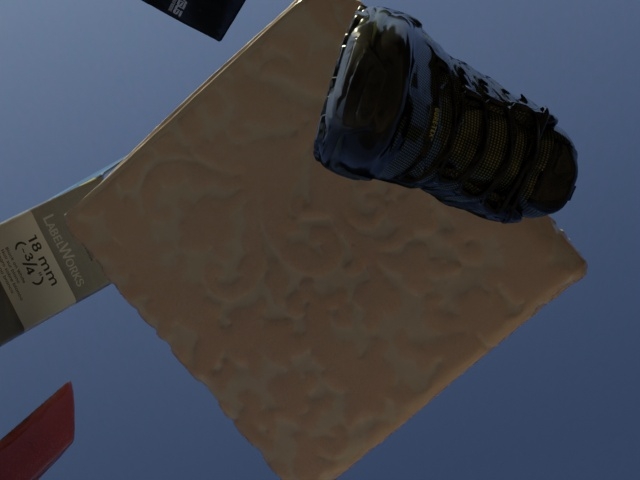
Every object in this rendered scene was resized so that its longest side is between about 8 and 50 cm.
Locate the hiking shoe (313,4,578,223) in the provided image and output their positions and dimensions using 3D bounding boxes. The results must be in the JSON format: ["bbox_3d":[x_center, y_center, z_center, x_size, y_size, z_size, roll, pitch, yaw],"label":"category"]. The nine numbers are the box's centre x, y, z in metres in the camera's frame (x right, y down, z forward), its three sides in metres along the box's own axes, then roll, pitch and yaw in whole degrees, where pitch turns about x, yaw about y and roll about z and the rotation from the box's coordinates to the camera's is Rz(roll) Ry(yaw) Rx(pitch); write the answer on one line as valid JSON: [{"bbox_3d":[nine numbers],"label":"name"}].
[{"bbox_3d":[0.073,-0.057,0.730,0.114,0.227,0.086,17,-86,17],"label":"hiking shoe"}]

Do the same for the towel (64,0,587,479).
[{"bbox_3d":[0.000,0.000,1.232,0.317,0.053,0.332,-41,-99,6],"label":"towel"}]

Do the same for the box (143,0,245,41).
[{"bbox_3d":[-0.042,-0.237,0.899,0.077,0.147,0.180,27,-112,-9],"label":"box"}]

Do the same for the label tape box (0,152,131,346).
[{"bbox_3d":[-0.323,0.048,1.415,0.334,0.241,0.106,-34,-82,-52],"label":"label tape box"}]

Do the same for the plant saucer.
[{"bbox_3d":[-0.339,0.268,1.337,0.048,0.259,0.258,43,-152,0],"label":"plant saucer"}]
